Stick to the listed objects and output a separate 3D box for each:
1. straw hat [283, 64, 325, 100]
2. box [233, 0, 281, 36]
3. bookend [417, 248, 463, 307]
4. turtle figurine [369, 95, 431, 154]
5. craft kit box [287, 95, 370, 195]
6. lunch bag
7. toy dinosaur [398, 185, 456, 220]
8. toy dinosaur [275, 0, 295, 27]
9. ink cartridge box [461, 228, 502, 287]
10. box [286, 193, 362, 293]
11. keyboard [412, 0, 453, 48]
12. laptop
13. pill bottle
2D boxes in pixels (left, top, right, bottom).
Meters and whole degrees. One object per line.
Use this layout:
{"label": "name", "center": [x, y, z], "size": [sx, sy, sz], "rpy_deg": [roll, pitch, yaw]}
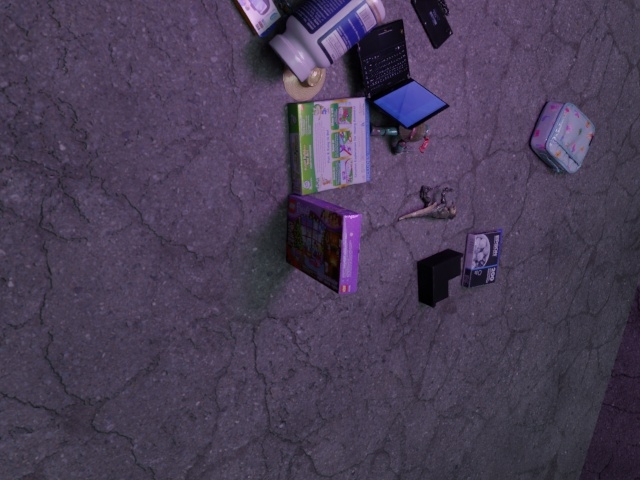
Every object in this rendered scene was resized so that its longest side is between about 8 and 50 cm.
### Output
{"label": "straw hat", "center": [-0.025, -0.437, 1.513], "size": [0.145, 0.061, 0.144], "rpy_deg": [-11, 110, -34]}
{"label": "box", "center": [-0.155, -0.566, 1.398], "size": [0.081, 0.028, 0.136], "rpy_deg": [-47, 124, -16]}
{"label": "bookend", "center": [0.421, 0.129, 2.011], "size": [0.157, 0.072, 0.156], "rpy_deg": [-20, 116, -32]}
{"label": "turtle figurine", "center": [0.249, -0.343, 1.720], "size": [0.234, 0.118, 0.175], "rpy_deg": [9, 98, -33]}
{"label": "craft kit box", "center": [0.030, -0.269, 1.611], "size": [0.247, 0.061, 0.249], "rpy_deg": [-15, 112, -36]}
{"label": "lunch bag", "center": [0.937, -0.389, 2.221], "size": [0.279, 0.108, 0.223], "rpy_deg": [24, 88, -39]}
{"label": "toy dinosaur", "center": [0.378, -0.120, 1.915], "size": [0.268, 0.064, 0.118], "rpy_deg": [-4, 112, -33]}
{"label": "toy dinosaur", "center": [-0.073, -0.581, 1.450], "size": [0.082, 0.047, 0.090], "rpy_deg": [16, 83, -57]}
{"label": "ink cartridge box", "center": [0.622, 0.066, 2.163], "size": [0.208, 0.045, 0.206], "rpy_deg": [-8, 108, -36]}
{"label": "box", "center": [0.000, 0.000, 1.512], "size": [0.057, 0.293, 0.200], "rpy_deg": [-5, 106, -30]}
{"label": "keyboard", "center": [0.347, -0.685, 1.745], "size": [0.108, 0.023, 0.180], "rpy_deg": [-46, 127, -9]}
{"label": "laptop", "center": [0.237, -0.472, 1.623], "size": [0.234, 0.137, 0.264], "rpy_deg": [-36, 123, -41]}
{"label": "pill bottle", "center": [0.013, -0.520, 1.407], "size": [0.265, 0.153, 0.153], "rpy_deg": [-39, 126, 5]}
